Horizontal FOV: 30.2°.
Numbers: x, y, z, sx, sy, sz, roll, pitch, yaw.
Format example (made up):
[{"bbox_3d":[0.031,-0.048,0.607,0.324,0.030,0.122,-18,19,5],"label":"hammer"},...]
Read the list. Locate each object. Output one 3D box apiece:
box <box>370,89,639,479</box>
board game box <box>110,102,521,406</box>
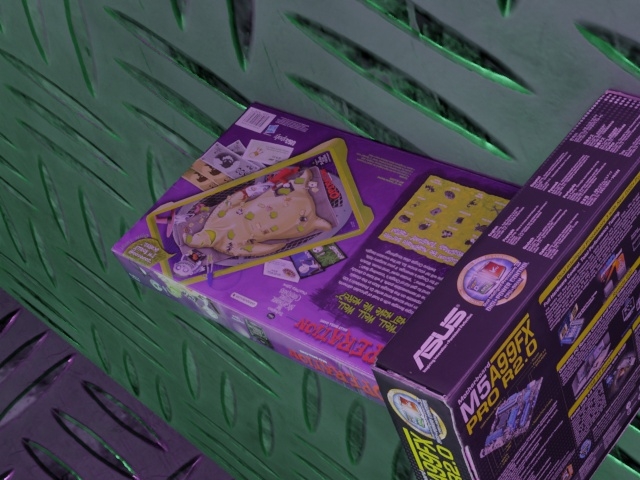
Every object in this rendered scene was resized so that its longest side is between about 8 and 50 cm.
[{"bbox_3d":[0.161,0.066,0.799,0.060,0.270,0.216,21,148,38],"label":"box"},{"bbox_3d":[0.000,0.000,1.017,0.347,0.208,0.056,23,148,40],"label":"board game box"}]
